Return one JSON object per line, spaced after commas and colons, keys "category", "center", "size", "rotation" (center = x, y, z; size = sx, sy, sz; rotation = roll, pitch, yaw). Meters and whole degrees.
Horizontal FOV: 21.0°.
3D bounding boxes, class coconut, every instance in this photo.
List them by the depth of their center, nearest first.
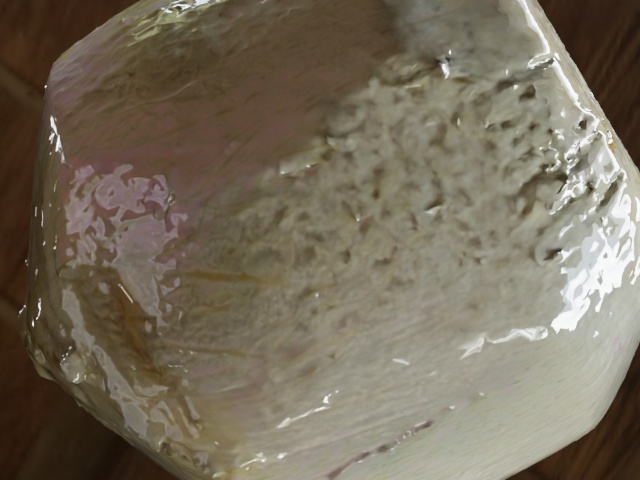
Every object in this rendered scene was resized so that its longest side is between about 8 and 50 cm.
{"category": "coconut", "center": [0.000, 0.001, 0.638], "size": [0.230, 0.227, 0.227], "rotation": [-31, -121, 8]}
